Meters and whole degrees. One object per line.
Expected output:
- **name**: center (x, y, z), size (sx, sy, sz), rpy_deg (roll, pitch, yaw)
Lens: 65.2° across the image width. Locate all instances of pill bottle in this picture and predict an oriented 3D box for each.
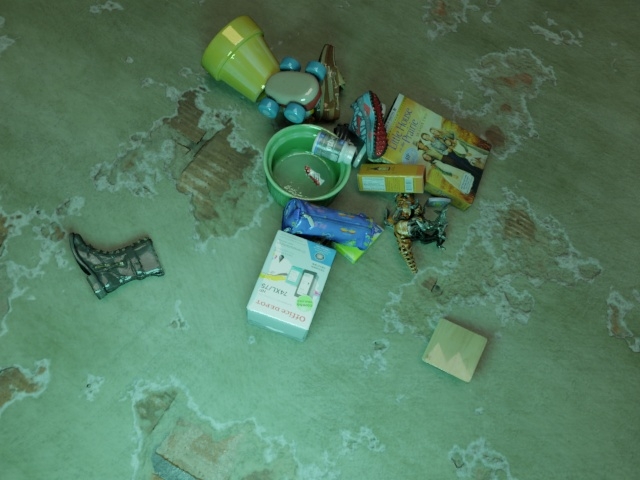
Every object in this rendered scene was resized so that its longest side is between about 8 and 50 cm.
- **pill bottle**: center (0.046, -0.308, 1.683), size (0.137, 0.078, 0.078), rpy_deg (21, 66, 1)

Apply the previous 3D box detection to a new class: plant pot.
- **plant pot**: center (-0.271, -0.657, 1.869), size (0.239, 0.254, 0.254), rpy_deg (45, 68, -7)

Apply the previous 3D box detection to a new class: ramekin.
- **ramekin**: center (-0.053, -0.244, 1.767), size (0.304, 0.148, 0.303), rpy_deg (3, 68, -7)

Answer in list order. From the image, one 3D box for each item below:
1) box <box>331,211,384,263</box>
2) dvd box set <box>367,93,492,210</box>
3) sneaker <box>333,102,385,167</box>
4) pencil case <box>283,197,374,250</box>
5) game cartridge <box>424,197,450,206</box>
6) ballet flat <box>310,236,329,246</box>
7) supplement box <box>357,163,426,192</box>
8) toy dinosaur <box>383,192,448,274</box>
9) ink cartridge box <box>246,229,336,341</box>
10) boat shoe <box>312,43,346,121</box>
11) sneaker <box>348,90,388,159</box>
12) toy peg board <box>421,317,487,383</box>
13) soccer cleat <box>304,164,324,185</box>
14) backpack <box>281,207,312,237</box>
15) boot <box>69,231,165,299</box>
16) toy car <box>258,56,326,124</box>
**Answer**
- **box**: center (0.135, -0.016, 1.758), size (0.109, 0.042, 0.178), rpy_deg (41, 69, 9)
- **dvd box set**: center (0.420, -0.337, 1.890), size (0.421, 0.062, 0.307), rpy_deg (28, 66, -5)
- **sneaker**: center (0.138, -0.429, 1.893), size (0.147, 0.104, 0.295), rpy_deg (28, 71, -1)
- **pencil case**: center (0.030, -0.051, 1.621), size (0.306, 0.133, 0.119), rpy_deg (13, 86, -22)
- **game cartridge**: center (0.433, -0.141, 1.843), size (0.084, 0.056, 0.017), rpy_deg (1, 67, -7)
- **ballet flat**: center (0.000, 0.000, 1.726), size (0.057, 0.052, 0.168), rpy_deg (37, 68, 7)
- **supplement box**: center (0.255, -0.223, 1.791), size (0.234, 0.080, 0.078), rpy_deg (6, 43, 17)
- **toy dinosaur**: center (0.333, -0.040, 1.765), size (0.219, 0.164, 0.321), rpy_deg (0, 85, 8)
- **ink cartridge box**: center (-0.093, 0.149, 1.572), size (0.198, 0.197, 0.269), rpy_deg (19, 67, 1)
- **boat shoe**: center (0.037, -0.606, 1.955), size (0.120, 0.122, 0.323), rpy_deg (8, 75, -10)
- **sneaker**: center (0.165, -0.398, 1.793), size (0.104, 0.125, 0.261), rpy_deg (21, 59, -49)
- **toy peg board**: center (0.434, 0.367, 1.635), size (0.161, 0.079, 0.161), rpy_deg (24, 65, 19)
- **soccer cleat**: center (-0.021, -0.219, 1.665), size (0.036, 0.029, 0.083), rpy_deg (-33, 79, -28)
- **backpack**: center (-0.069, -0.052, 1.709), size (0.120, 0.101, 0.097), rpy_deg (6, 104, -11)
- **boot**: center (-0.652, 0.047, 1.608), size (0.229, 0.091, 0.262), rpy_deg (-29, 78, -24)
- **toy car**: center (-0.072, -0.496, 1.817), size (0.211, 0.238, 0.219), rpy_deg (17, 75, 25)
